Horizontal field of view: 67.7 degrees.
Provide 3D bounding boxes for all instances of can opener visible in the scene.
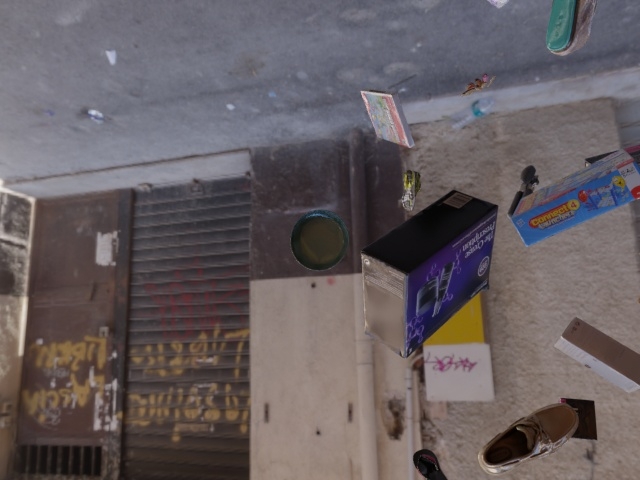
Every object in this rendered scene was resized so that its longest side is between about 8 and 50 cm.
[{"bbox_3d":[0.811,-0.189,1.922,0.093,0.280,0.074,46,144,-19],"label":"can opener"}]

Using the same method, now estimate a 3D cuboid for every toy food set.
[{"bbox_3d":[0.537,-0.537,1.632,0.122,0.019,0.078,-22,161,-19],"label":"toy food set"}]

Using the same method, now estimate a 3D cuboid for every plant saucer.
[{"bbox_3d":[0.000,0.000,0.932,0.119,0.120,0.021,-5,173,16],"label":"plant saucer"}]

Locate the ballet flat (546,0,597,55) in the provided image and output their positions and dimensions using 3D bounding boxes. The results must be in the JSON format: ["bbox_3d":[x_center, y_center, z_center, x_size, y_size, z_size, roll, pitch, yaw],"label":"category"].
[{"bbox_3d":[0.572,-0.576,1.044,0.106,0.316,0.107,-12,-149,-24],"label":"ballet flat"}]

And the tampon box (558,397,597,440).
[{"bbox_3d":[0.841,0.587,1.566,0.101,0.121,0.161,-3,158,24],"label":"tampon box"}]

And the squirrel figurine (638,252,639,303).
[{"bbox_3d":[0.958,0.036,1.208,0.396,0.371,0.281,35,-167,-8],"label":"squirrel figurine"}]

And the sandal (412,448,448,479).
[{"bbox_3d":[0.294,0.619,1.298,0.040,0.067,0.179,40,178,-12],"label":"sandal"}]

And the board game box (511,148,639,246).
[{"bbox_3d":[0.691,-0.120,1.286,0.301,0.086,0.308,-30,180,31],"label":"board game box"}]

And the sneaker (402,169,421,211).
[{"bbox_3d":[0.187,-0.100,0.959,0.035,0.084,0.031,-7,-165,-34],"label":"sneaker"}]

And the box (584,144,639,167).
[{"bbox_3d":[1.109,-0.237,1.705,0.247,0.142,0.163,-15,-155,10],"label":"box"}]

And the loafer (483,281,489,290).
[{"bbox_3d":[0.460,0.104,1.567,0.096,0.084,0.267,4,-176,-21],"label":"loafer"}]

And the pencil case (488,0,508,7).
[{"bbox_3d":[0.375,-0.687,1.145,0.273,0.114,0.124,36,138,-7],"label":"pencil case"}]

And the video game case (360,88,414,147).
[{"bbox_3d":[0.247,-0.464,1.791,0.025,0.204,0.285,-29,-154,-6],"label":"video game case"}]

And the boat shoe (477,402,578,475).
[{"bbox_3d":[0.634,0.596,1.437,0.340,0.122,0.110,-30,144,-6],"label":"boat shoe"}]

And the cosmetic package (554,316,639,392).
[{"bbox_3d":[0.810,0.329,1.372,0.231,0.085,0.117,35,168,27],"label":"cosmetic package"}]

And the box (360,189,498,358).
[{"bbox_3d":[0.195,0.052,0.841,0.261,0.185,0.103,-31,-137,-33],"label":"box"}]
